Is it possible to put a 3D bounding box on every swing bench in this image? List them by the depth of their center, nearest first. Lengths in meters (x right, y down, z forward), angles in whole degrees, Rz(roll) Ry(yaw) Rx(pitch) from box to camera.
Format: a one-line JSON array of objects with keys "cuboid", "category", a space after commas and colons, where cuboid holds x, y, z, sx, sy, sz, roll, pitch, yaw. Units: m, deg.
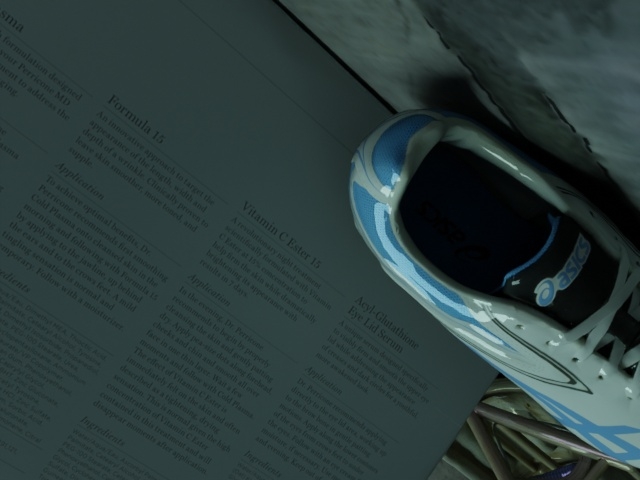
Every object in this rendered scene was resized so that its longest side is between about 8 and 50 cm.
[{"cuboid": [0.305, 0.310, 1.069, 0.253, 0.165, 0.254, 41, 179, -38], "category": "swing bench"}]

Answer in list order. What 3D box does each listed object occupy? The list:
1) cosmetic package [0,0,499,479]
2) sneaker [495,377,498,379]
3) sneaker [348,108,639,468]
[{"cuboid": [-0.087, 0.018, 0.438, 0.377, 0.284, 0.097, 40, 175, -22], "category": "cosmetic package"}, {"cuboid": [0.168, 0.190, 1.183, 0.293, 0.102, 0.146, 41, 174, -35], "category": "sneaker"}, {"cuboid": [0.111, 0.032, 0.357, 0.237, 0.085, 0.086, 36, 179, -3], "category": "sneaker"}]
